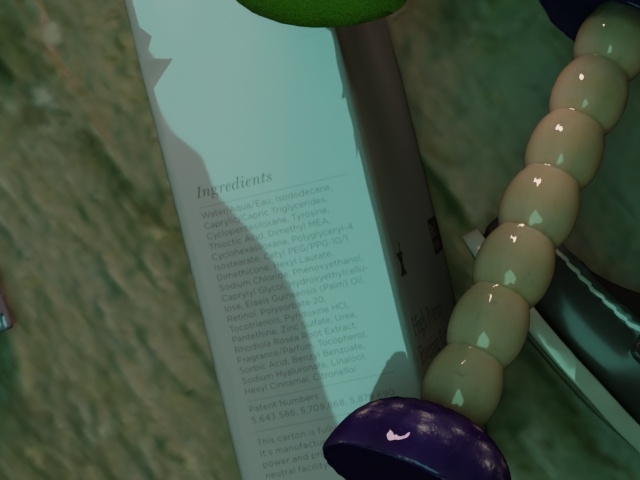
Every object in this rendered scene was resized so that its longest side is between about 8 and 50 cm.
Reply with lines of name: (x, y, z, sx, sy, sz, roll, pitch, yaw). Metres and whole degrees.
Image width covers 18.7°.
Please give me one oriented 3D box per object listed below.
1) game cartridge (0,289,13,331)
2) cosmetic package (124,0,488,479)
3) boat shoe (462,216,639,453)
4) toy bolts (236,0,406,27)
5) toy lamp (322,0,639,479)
game cartridge: (-0.185, 0.026, 0.881, 0.083, 0.017, 0.056, -18, 96, 14)
cosmetic package: (0.000, 0.000, 0.784, 0.085, 0.117, 0.231, -11, 95, 13)
boat shoe: (0.153, 0.064, 0.776, 0.068, 0.081, 0.228, -44, 90, 8)
toy bolts: (0.056, -0.213, 0.676, 0.218, 0.158, 0.228, 0, 57, 10)
toy lamp: (0.087, -0.026, 0.724, 0.080, 0.080, 0.275, 24, 69, 9)
